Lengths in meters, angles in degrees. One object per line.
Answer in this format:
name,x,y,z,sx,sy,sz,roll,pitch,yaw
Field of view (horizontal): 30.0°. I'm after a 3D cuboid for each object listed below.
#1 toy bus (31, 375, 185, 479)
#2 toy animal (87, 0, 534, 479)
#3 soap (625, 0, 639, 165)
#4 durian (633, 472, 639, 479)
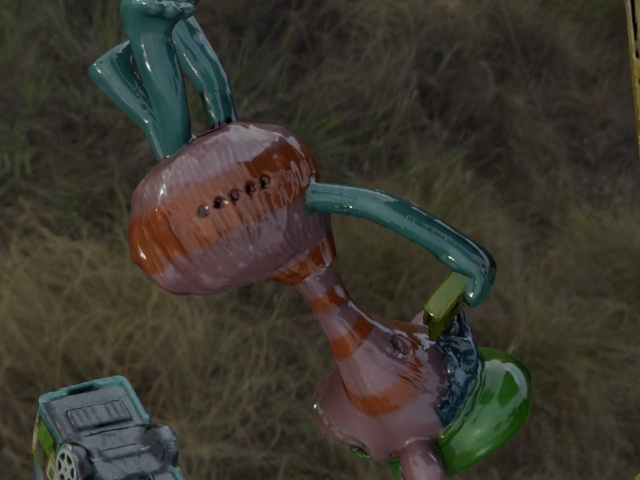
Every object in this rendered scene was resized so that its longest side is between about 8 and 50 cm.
toy bus,-0.123,0.219,0.846,0.091,0.109,0.262,-9,48,-36
toy animal,0.000,0.000,0.419,0.208,0.103,0.100,53,36,-9
soap,0.430,-0.122,1.042,0.156,0.293,0.335,3,80,-50
durian,0.235,0.167,0.487,0.255,0.340,0.204,17,26,19
